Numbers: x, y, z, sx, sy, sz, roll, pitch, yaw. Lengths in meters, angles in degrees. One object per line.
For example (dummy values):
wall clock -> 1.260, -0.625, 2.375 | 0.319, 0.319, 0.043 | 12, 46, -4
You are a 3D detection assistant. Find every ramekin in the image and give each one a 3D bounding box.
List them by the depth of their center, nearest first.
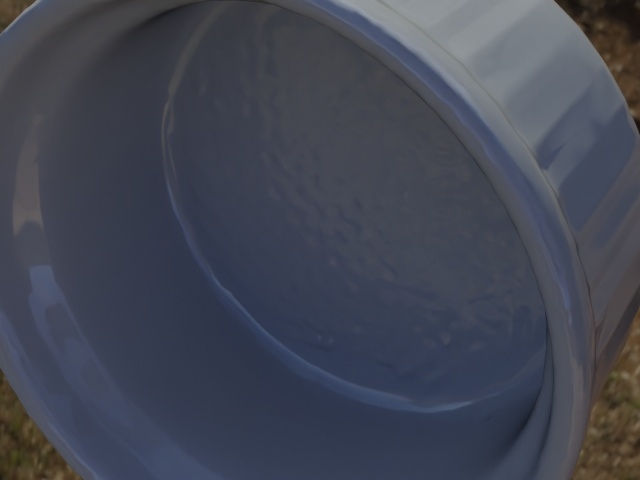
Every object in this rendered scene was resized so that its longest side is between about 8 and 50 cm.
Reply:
ramekin -> 0.000, 0.000, 0.642 | 0.277, 0.277, 0.135 | 34, 39, 13
